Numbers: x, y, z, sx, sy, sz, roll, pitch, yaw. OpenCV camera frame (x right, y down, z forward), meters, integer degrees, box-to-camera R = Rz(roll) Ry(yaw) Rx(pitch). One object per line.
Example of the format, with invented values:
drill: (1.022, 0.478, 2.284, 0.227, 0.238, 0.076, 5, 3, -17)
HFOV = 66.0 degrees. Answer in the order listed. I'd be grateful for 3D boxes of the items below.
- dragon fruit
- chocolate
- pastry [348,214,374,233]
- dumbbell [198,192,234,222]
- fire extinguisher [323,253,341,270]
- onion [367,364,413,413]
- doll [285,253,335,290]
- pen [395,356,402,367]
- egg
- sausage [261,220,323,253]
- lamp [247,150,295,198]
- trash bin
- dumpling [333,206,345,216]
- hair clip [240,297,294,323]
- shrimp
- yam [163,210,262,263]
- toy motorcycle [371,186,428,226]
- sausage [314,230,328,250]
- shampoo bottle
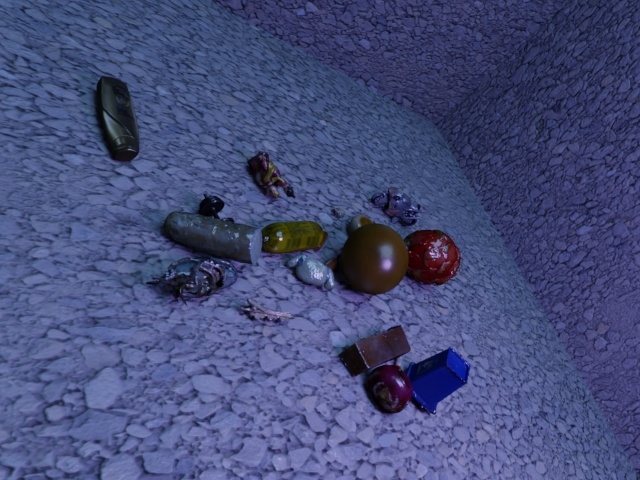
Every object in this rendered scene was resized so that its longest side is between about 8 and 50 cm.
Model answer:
dragon fruit: (0.533, 0.078, 2.425, 0.343, 0.277, 0.277, 38, 34, -21)
chocolate: (0.221, 0.416, 1.868, 0.321, 0.112, 0.111, -6, 60, -50)
pastry: (0.200, -0.048, 2.345, 0.156, 0.092, 0.156, 27, 36, -22)
dumbbell: (-0.367, -0.081, 1.742, 0.099, 0.099, 0.208, -7, 61, -51)
fire extinguisher: (0.038, 0.104, 2.037, 0.050, 0.062, 0.177, 24, 28, 20)
onion: (0.271, 0.518, 1.796, 0.173, 0.135, 0.198, 52, 32, 2)
doll: (-0.031, 0.120, 1.911, 0.214, 0.071, 0.103, 28, 80, -11)
pen: (0.326, 0.450, 2.025, 0.026, 0.026, 0.218, 39, 34, -12)
egg: (0.228, 0.074, 2.077, 0.283, 0.282, 0.351, 39, 23, -11)
sausage: (-0.108, -0.015, 1.937, 0.347, 0.123, 0.123, -5, 59, -51)
lamp: (-0.210, -0.257, 2.095, 0.118, 0.118, 0.253, -21, 75, -54)
trash bin: (0.451, 0.533, 1.887, 0.184, 0.234, 0.162, 44, 33, -3)
dumpling: (0.087, -0.140, 2.360, 0.059, 0.043, 0.077, 38, 31, 28)
hair clip: (-0.180, 0.247, 1.659, 0.214, 0.056, 0.062, 28, 21, -40)
shrimp: (-0.361, 0.100, 1.491, 0.137, 0.172, 0.372, 45, 18, 8)
yam: (-0.350, -0.018, 1.628, 0.331, 0.133, 0.133, 17, 40, -10)
toy motorcycle: (0.428, -0.191, 2.669, 0.307, 0.173, 0.108, 30, 36, -21)
sausage: (0.000, 0.000, 2.119, 0.041, 0.039, 0.131, 36, 33, -3)
shampoo bottle: (-0.711, -0.426, 1.736, 0.126, 0.084, 0.350, 10, 49, -45)
